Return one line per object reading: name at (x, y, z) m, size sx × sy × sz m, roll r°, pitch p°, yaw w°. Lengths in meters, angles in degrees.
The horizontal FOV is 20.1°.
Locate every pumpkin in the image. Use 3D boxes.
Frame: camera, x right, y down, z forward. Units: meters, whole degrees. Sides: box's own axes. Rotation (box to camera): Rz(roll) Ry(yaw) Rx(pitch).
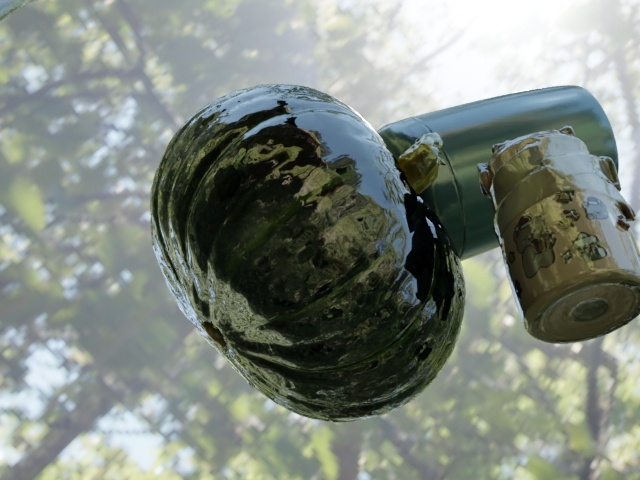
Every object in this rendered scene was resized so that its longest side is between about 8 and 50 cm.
pumpkin at (0.000, 0.000, 1.230) m, size 0.216 × 0.250 × 0.250 m, roll -41°, pitch -87°, yaw 3°

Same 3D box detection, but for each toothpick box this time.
toothpick box at (0.139, -0.056, 1.427) m, size 0.120 × 0.184 × 0.120 m, roll 162°, pitch -90°, yaw -73°

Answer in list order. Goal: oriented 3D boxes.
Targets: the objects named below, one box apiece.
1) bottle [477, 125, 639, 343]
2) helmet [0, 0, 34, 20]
bottle at (0.164, -0.014, 1.232) m, size 0.099 × 0.152 × 0.099 m, roll -10°, pitch -34°, yaw -6°
helmet at (-0.269, -0.173, 1.020) m, size 0.204 × 0.257 × 0.137 m, roll -6°, pitch -71°, yaw 16°
